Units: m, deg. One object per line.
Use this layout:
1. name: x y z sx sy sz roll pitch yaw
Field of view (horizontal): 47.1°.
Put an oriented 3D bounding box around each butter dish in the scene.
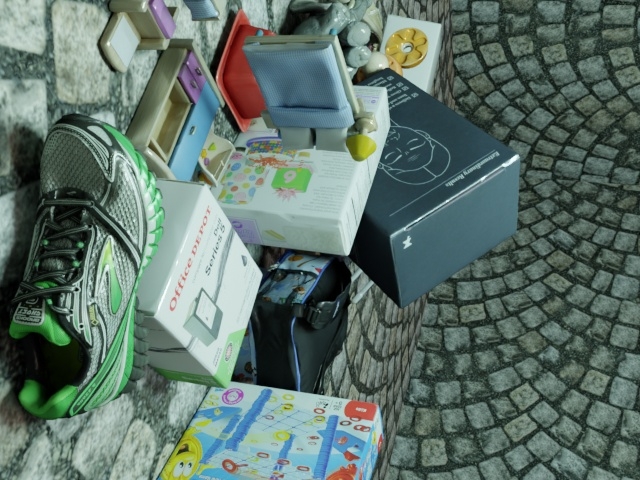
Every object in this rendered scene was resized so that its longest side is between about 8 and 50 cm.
1. butter dish: -0.092 -0.283 1.242 0.160 0.118 0.160 65 35 -60

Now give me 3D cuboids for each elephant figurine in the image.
1. elephant figurine: 0.012 -0.428 1.495 0.169 0.186 0.239 -55 -152 30

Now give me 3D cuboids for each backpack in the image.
1. backpack: -0.048 0.150 1.377 0.263 0.213 0.277 -46 146 -50

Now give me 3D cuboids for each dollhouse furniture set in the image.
1. dollhouse furniture set: -0.095 -0.178 0.963 0.286 0.303 0.198 66 33 -57

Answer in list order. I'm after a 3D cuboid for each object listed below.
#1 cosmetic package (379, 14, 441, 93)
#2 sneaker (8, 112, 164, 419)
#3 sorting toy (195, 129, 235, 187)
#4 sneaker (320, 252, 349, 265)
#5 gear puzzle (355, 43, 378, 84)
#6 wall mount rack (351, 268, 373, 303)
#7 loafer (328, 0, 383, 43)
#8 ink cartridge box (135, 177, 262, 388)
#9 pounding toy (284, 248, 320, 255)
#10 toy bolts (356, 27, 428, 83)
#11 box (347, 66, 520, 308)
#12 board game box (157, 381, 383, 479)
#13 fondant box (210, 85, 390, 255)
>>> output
1. cosmetic package: 0.216 -0.395 1.991 0.197 0.155 0.366 6 97 -80
2. sneaker: -0.259 0.036 0.797 0.146 0.134 0.344 -31 126 -68
3. sorting toy: -0.178 -0.139 1.153 0.075 0.044 0.083 66 34 -44
4. sneaker: 0.001 0.001 1.681 0.226 0.086 0.163 23 102 -43
5. gear puzzle: 0.096 -0.353 1.944 0.175 0.044 0.339 75 29 -70
6. wall mount rack: 0.139 0.022 2.076 0.350 0.130 0.304 31 63 -71
7. loafer: 0.097 -0.553 1.777 0.268 0.101 0.092 21 81 -71
8. ink cartridge box: -0.195 0.067 1.037 0.273 0.114 0.198 66 35 -58
9. pounding toy: -0.032 0.107 1.587 0.130 0.100 0.141 75 27 -47
10. toy bolts: 0.112 -0.434 1.641 0.218 0.228 0.158 -57 155 -8
11. box: 0.145 -0.117 1.438 0.293 0.395 0.212 -31 139 -15
12. board game box: -0.085 0.375 1.167 0.302 0.308 0.086 -62 151 -51
13. fondant box: -0.029 -0.139 1.289 0.096 0.238 0.330 78 25 -47
